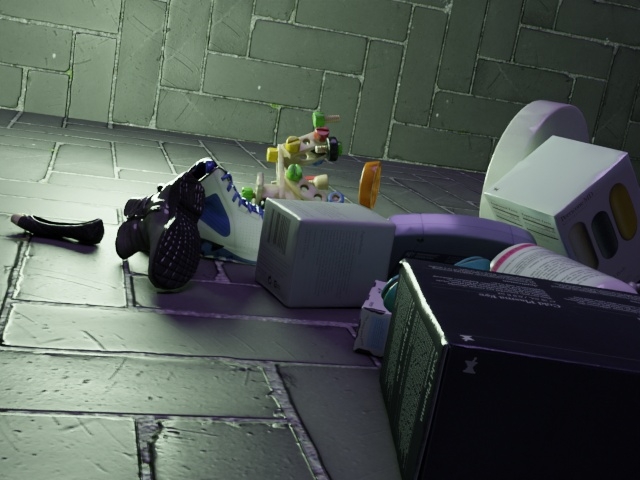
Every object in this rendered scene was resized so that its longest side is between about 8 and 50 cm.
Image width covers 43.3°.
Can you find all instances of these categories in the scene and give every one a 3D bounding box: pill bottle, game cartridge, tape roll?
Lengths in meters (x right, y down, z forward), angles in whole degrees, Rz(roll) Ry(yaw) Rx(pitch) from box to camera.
[{"bbox_3d":[0.383,0.116,1.223,0.160,0.160,0.283,3,14,-27],"label":"pill bottle"},{"bbox_3d":[0.233,0.027,1.471,0.294,0.060,0.196,7,-30,-16],"label":"game cartridge"},{"bbox_3d":[0.486,-0.118,1.804,0.072,0.392,0.392,20,16,37],"label":"tape roll"}]

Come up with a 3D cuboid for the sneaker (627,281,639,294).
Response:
[{"bbox_3d":[0.535,0.150,1.293,0.110,0.118,0.292,11,14,-1],"label":"sneaker"}]

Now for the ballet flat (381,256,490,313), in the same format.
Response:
[{"bbox_3d":[0.184,0.082,1.130,0.247,0.083,0.087,-8,47,-48],"label":"ballet flat"}]

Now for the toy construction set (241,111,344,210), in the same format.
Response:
[{"bbox_3d":[-0.083,-0.147,1.964,0.237,0.257,0.309,-5,-5,-10],"label":"toy construction set"}]

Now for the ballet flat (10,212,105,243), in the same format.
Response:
[{"bbox_3d":[-0.476,-0.031,1.464,0.173,0.049,0.057,10,12,0],"label":"ballet flat"}]

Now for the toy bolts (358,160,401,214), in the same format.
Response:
[{"bbox_3d":[0.149,-0.032,1.628,0.158,0.218,0.228,10,26,11],"label":"toy bolts"}]

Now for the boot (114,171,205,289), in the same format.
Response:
[{"bbox_3d":[-0.283,0.004,1.365,0.083,0.161,0.246,44,35,-36],"label":"boot"}]

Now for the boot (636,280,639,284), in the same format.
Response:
[{"bbox_3d":[0.764,0.088,1.648,0.445,0.146,0.367,16,6,16],"label":"boot"}]

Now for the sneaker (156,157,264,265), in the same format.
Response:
[{"bbox_3d":[-0.174,-0.059,1.516,0.316,0.182,0.127,5,15,-21],"label":"sneaker"}]

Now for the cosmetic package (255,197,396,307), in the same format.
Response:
[{"bbox_3d":[0.006,0.020,1.375,0.184,0.151,0.151,3,15,-27],"label":"cosmetic package"}]

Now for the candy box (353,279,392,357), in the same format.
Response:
[{"bbox_3d":[0.160,0.129,1.200,0.196,0.070,0.165,12,14,8],"label":"candy box"}]

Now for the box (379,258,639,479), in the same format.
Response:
[{"bbox_3d":[0.256,0.163,0.884,0.343,0.179,0.312,9,12,-3],"label":"box"}]

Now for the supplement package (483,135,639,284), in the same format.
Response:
[{"bbox_3d":[0.491,-0.029,1.563,0.199,0.262,0.198,-39,30,-13],"label":"supplement package"}]
